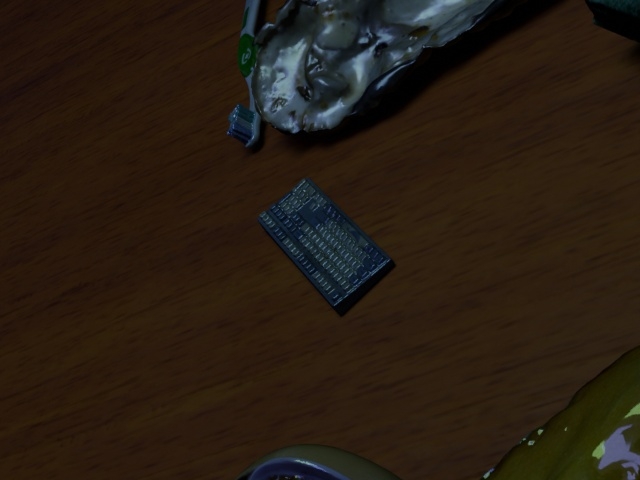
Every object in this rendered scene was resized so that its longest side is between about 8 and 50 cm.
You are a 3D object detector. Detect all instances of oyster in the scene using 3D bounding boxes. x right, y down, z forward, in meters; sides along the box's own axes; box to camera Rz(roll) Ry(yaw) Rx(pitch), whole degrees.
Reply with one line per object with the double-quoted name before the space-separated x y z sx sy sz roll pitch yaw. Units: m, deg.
"oyster" 0.089 -0.182 1.265 0.345 0.078 0.129 -27 54 23

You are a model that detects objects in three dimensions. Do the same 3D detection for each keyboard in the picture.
"keyboard" 0.001 0.000 1.185 0.055 0.014 0.176 -40 30 -1

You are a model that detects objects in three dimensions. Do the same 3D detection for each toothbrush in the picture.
"toothbrush" -0.064 -0.174 1.478 0.030 0.030 0.304 -31 29 21

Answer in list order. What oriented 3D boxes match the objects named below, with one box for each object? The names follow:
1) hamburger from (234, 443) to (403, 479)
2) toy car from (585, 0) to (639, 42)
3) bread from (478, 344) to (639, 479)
"hamburger" -0.002 0.182 0.811 0.175 0.175 0.137 -11 29 43
"toy car" 0.320 -0.249 1.035 0.320 0.097 0.141 -45 30 -2
"bread" 0.159 0.145 0.741 0.161 0.088 0.233 -35 28 4
